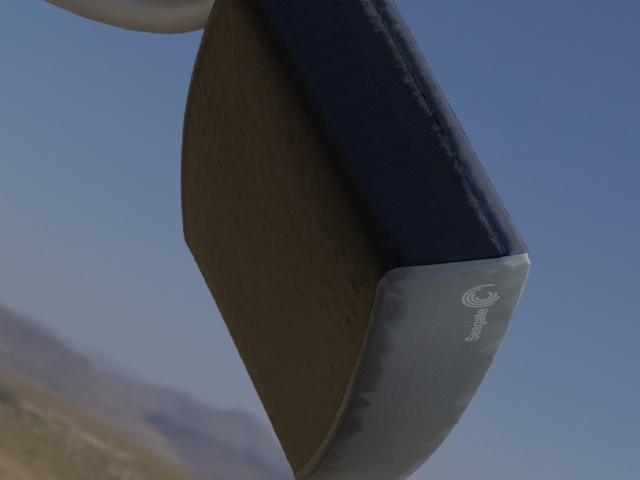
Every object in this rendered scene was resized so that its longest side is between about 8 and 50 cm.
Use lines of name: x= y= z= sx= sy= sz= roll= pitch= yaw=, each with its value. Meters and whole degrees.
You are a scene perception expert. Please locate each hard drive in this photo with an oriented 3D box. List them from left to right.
hard drive: x=0.000 y=0.000 z=0.707 sx=0.172 sy=0.054 sz=0.255 roll=64 pitch=-17 yaw=18

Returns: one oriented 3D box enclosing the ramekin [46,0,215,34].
ramekin: x=-0.101 y=-0.223 z=0.701 sx=0.277 sy=0.135 sz=0.277 roll=31 pitch=-22 yaw=14
